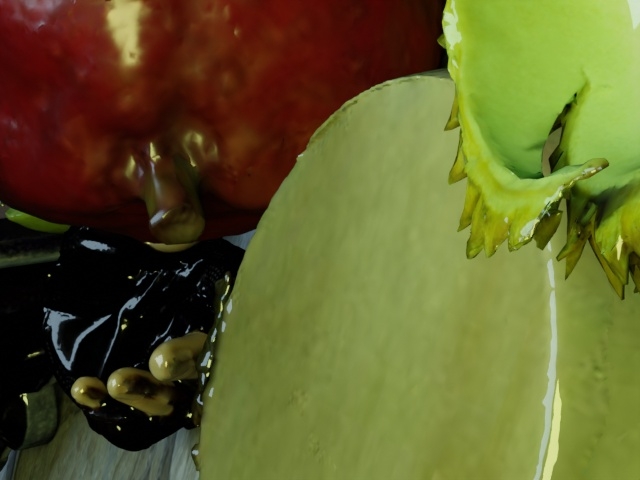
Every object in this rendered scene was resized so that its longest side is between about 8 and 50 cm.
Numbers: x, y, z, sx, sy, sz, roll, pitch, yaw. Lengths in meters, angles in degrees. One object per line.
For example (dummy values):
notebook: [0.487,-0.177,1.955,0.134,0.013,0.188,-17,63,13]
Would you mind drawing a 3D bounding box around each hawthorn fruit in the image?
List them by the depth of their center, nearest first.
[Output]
hawthorn fruit: [-0.063,-0.113,0.895,0.265,0.265,0.307,123,149,-41]

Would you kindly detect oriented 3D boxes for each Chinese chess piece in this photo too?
Chinese chess piece: [0.045,0.057,0.596,0.238,0.092,0.238,-31,53,53]

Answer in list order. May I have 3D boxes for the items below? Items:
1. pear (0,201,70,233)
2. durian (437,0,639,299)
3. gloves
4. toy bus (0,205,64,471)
pear: [-0.090,-0.151,1.226,0.239,0.139,0.288,-40,41,34]
durian: [0.132,-0.074,0.379,0.237,0.176,0.200,-50,18,40]
gloves: [-0.087,0.050,1.046,0.203,0.124,0.164,19,112,53]
toy bus: [-0.314,0.030,1.459,0.440,0.209,0.249,-52,54,51]
